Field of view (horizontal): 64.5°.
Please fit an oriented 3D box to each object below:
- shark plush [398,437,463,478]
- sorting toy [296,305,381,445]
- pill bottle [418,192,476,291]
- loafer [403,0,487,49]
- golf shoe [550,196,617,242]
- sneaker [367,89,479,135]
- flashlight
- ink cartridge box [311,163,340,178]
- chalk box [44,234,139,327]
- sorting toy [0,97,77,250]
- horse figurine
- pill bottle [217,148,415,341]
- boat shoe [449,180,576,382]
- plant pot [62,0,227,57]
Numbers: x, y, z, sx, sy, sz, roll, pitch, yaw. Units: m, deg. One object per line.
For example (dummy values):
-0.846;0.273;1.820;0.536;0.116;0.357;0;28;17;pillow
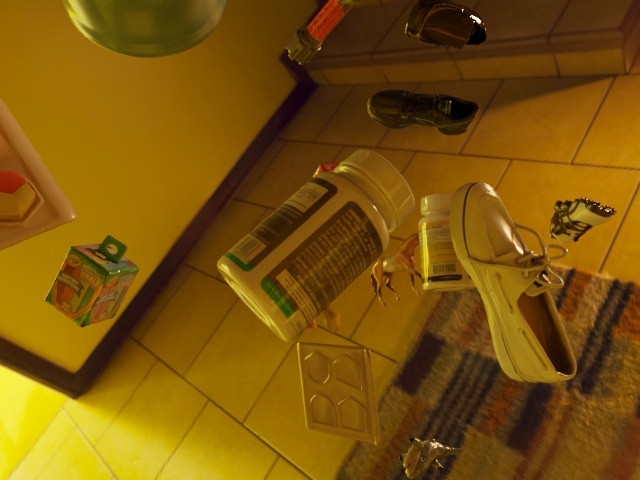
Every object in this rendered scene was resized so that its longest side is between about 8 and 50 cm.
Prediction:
0.243;0.481;1.114;0.073;0.161;0.067;-60;38;23;shark plush
0.036;0.291;1.148;0.229;0.041;0.307;-4;93;43;sorting toy
0.280;0.006;1.132;0.119;0.119;0.209;-8;77;33;pill bottle
0.236;-0.387;0.908;0.220;0.080;0.078;-20;54;-41;loafer
0.528;-0.034;1.032;0.077;0.198;0.094;23;92;6;golf shoe
0.246;-0.318;1.201;0.106;0.267;0.101;156;118;-79;sneaker
0.025;-0.566;1.265;0.304;0.103;0.103;-36;55;39;flashlight
0.060;-0.173;1.841;0.176;0.127;0.128;57;132;26;ink cartridge box
-0.574;0.092;1.304;0.132;0.132;0.213;32;101;11;chalk box
-0.415;-0.069;0.568;0.208;0.193;0.038;-33;-1;-43;sorting toy
0.232;0.095;1.541;0.263;0.066;0.174;-28;77;45;horse figurine
0.000;0.000;0.973;0.361;0.204;0.204;-42;39;-15;pill bottle
0.340;0.065;0.847;0.135;0.367;0.156;-15;-3;-28;boat shoe
-0.304;-0.487;0.841;0.293;0.293;0.196;-58;0;-19;plant pot
